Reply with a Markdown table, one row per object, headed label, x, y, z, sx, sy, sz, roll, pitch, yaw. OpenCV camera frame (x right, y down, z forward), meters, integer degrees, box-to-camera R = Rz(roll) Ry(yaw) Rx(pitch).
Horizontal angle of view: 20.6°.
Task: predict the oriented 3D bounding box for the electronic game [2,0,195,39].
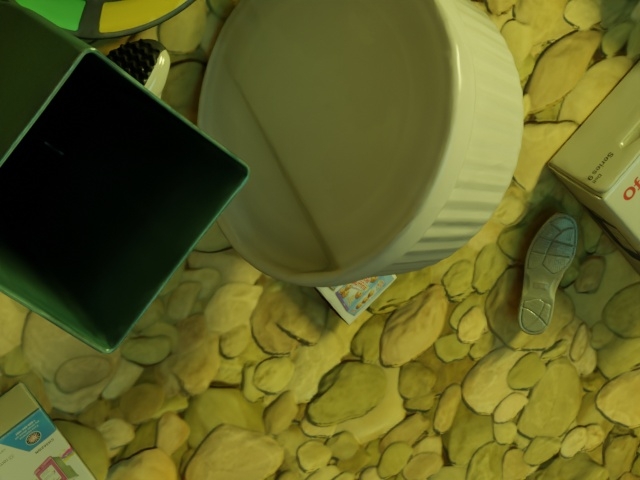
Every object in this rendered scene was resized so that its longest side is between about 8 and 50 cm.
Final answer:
| label | x | y | z | sx | sy | sz | roll | pitch | yaw |
| --- | --- | --- | --- | --- | --- | --- | --- | --- | --- |
| electronic game | -0.151 | -0.254 | 1.301 | 0.229 | 0.048 | 0.229 | -17 | 129 | -22 |

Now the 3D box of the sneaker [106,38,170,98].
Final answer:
| label | x | y | z | sx | sy | sz | roll | pitch | yaw |
| --- | --- | --- | --- | --- | --- | --- | --- | --- | --- |
| sneaker | -0.157 | -0.084 | 1.402 | 0.075 | 0.057 | 0.161 | 18 | 102 | -55 |

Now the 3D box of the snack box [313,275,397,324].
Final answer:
| label | x | y | z | sx | sy | sz | roll | pitch | yaw |
| --- | --- | --- | --- | --- | --- | --- | --- | --- | --- |
| snack box | 0.000 | 0.000 | 1.559 | 0.064 | 0.022 | 0.178 | -45 | 129 | -6 |

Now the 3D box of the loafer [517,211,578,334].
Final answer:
| label | x | y | z | sx | sy | sz | roll | pitch | yaw |
| --- | --- | --- | --- | --- | --- | --- | --- | --- | --- |
| loafer | 0.216 | 0.028 | 1.708 | 0.045 | 0.039 | 0.125 | 14 | 105 | -2 |

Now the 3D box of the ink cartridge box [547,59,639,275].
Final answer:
| label | x | y | z | sx | sy | sz | roll | pitch | yaw |
| --- | --- | --- | --- | --- | --- | --- | --- | --- | --- |
| ink cartridge box | 0.341 | -0.056 | 1.704 | 0.154 | 0.093 | 0.212 | -49 | 131 | -2 |

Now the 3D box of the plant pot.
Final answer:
| label | x | y | z | sx | sy | sz | roll | pitch | yaw |
| --- | --- | --- | --- | --- | --- | --- | --- | --- | --- |
| plant pot | -0.205 | -0.068 | 1.255 | 0.165 | 0.234 | 0.166 | -52 | 130 | 1 |

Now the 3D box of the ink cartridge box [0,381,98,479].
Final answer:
| label | x | y | z | sx | sy | sz | roll | pitch | yaw |
| --- | --- | --- | --- | --- | --- | --- | --- | --- | --- |
| ink cartridge box | -0.249 | 0.194 | 1.482 | 0.088 | 0.052 | 0.122 | -38 | 130 | -11 |

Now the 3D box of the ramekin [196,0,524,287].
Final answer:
| label | x | y | z | sx | sy | sz | roll | pitch | yaw |
| --- | --- | --- | --- | --- | --- | --- | --- | --- | --- |
| ramekin | 0.037 | -0.093 | 1.389 | 0.127 | 0.273 | 0.273 | 8 | 110 | -48 |
